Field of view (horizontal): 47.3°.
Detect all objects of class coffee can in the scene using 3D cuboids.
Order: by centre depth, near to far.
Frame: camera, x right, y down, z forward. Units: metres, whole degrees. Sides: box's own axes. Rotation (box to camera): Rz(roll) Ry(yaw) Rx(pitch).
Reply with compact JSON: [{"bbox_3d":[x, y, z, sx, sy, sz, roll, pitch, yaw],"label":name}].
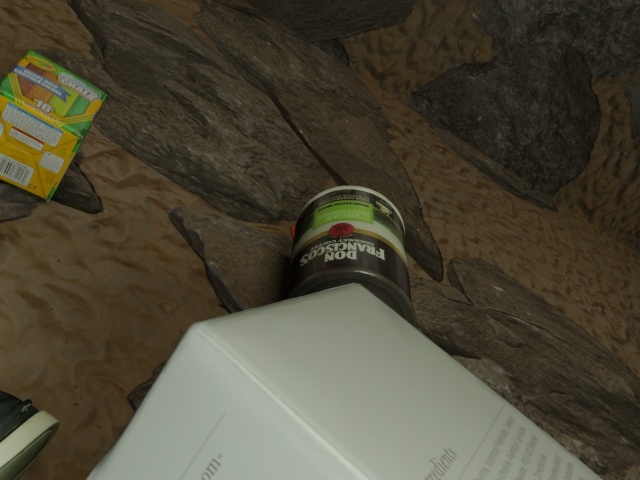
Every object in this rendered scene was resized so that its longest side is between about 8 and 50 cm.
[{"bbox_3d":[0.045,0.059,1.197,0.201,0.201,0.275,30,27,-14],"label":"coffee can"}]

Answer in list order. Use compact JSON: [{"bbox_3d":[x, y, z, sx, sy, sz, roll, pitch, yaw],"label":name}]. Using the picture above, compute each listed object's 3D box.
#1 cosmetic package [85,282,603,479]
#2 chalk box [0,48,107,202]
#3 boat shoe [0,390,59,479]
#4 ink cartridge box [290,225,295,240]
[{"bbox_3d":[0.034,0.287,0.593,0.394,0.329,0.327,39,16,17],"label":"cosmetic package"},{"bbox_3d":[-0.414,-0.183,1.093,0.132,0.132,0.213,28,28,-20],"label":"chalk box"},{"bbox_3d":[-0.355,0.197,0.574,0.113,0.127,0.340,40,25,6],"label":"boat shoe"},{"bbox_3d":[0.000,0.000,1.423,0.115,0.029,0.063,23,31,-28],"label":"ink cartridge box"}]
